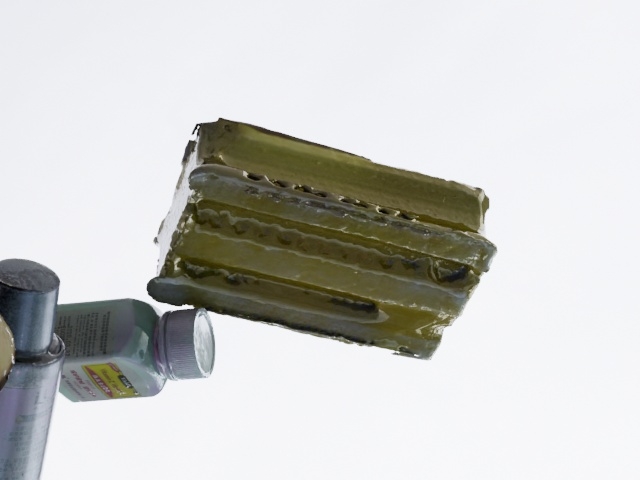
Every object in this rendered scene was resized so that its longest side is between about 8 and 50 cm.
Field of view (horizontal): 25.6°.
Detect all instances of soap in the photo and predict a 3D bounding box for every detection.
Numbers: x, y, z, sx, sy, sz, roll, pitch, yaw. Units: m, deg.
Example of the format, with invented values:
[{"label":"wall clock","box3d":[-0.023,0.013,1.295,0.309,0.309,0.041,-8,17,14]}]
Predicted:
[{"label":"soap","box3d":[0.000,0.001,1.026,0.076,0.233,0.135,-95,-156,-47]}]

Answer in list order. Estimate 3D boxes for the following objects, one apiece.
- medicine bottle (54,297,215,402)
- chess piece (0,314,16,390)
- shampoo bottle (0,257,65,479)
[{"label":"medicine bottle","box3d":[-0.139,0.079,1.022,0.118,0.074,0.055,-6,-123,12]},{"label":"chess piece","box3d":[-0.287,-0.028,0.742,0.137,0.301,0.137,-17,-149,11]},{"label":"shampoo bottle","box3d":[-0.208,0.116,0.914,0.072,0.072,0.214,-125,-135,-59]}]
